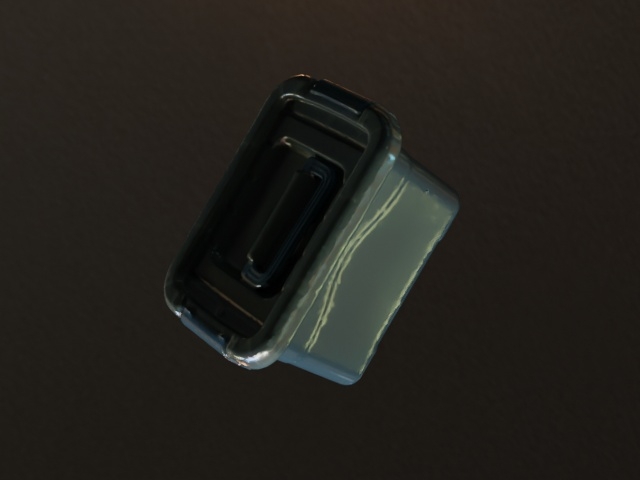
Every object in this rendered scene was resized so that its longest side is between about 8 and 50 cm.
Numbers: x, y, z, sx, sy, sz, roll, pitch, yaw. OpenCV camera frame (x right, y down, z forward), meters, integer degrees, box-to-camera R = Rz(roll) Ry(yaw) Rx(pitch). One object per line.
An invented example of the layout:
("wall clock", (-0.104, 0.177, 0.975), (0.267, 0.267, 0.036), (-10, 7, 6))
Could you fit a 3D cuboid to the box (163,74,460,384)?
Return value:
("box", (0.000, 0.000, 0.516), (0.074, 0.054, 0.099), (32, -88, 53))
